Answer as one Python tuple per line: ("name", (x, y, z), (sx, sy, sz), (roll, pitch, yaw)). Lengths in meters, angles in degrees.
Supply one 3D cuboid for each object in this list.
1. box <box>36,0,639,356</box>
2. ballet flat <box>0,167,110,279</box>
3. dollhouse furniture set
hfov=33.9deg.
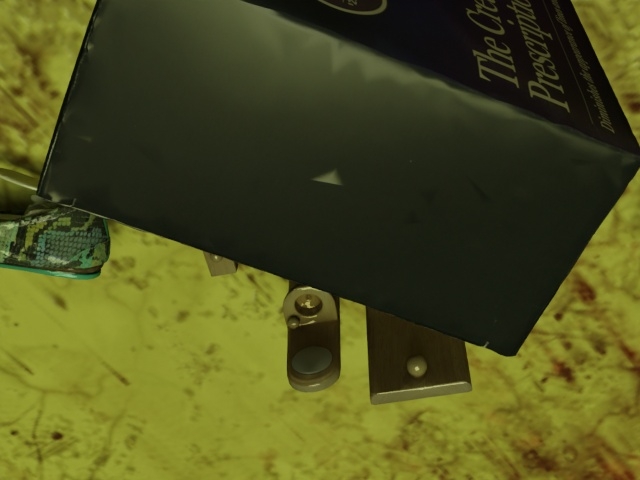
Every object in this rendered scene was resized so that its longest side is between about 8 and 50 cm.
("box", (0.006, -0.094, 0.447), (0.184, 0.261, 0.103), (17, 124, -12))
("ballet flat", (-0.220, -0.015, 0.636), (0.188, 0.070, 0.070), (3, 125, -4))
("dollhouse furniture set", (0.000, 0.000, 0.598), (0.144, 0.123, 0.151), (-9, 125, 7))
